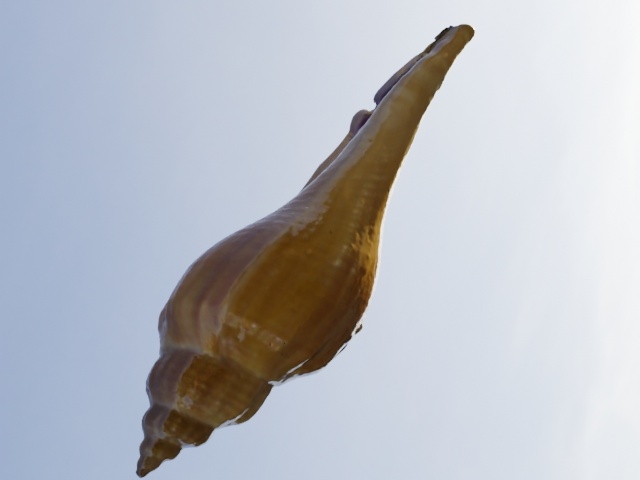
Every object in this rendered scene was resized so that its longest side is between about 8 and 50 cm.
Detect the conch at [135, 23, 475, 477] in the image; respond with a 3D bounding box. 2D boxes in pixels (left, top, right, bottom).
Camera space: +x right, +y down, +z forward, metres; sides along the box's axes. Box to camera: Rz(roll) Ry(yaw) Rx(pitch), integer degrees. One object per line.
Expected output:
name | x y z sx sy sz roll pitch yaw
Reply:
conch | 0.004 0.003 0.664 0.330 0.093 0.109 -47 -10 -21
